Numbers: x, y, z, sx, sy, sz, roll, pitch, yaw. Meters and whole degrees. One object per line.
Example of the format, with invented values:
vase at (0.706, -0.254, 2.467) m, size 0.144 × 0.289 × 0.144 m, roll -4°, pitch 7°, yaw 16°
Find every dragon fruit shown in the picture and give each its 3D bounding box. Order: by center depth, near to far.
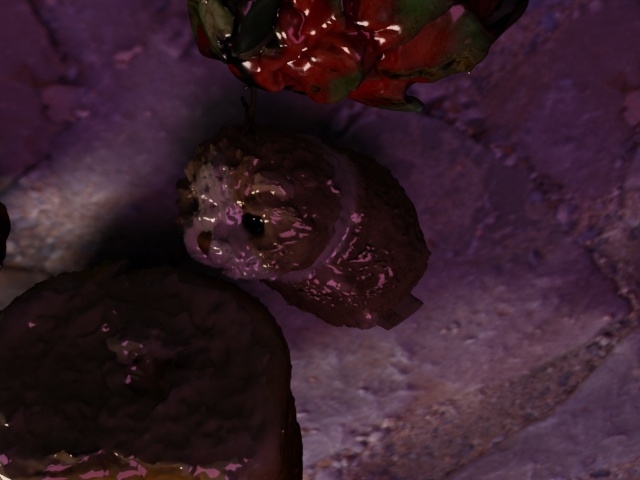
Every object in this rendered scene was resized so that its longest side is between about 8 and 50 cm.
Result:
dragon fruit at (0.023, -0.148, 0.615) m, size 0.188 × 0.182 × 0.182 m, roll 0°, pitch 134°, yaw -8°

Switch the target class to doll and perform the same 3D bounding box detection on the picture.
doll at (0.007, 0.001, 0.795) m, size 0.221 × 0.105 × 0.115 m, roll 36°, pitch 69°, yaw -40°

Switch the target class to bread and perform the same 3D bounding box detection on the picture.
bread at (-0.110, 0.110, 0.817) m, size 0.195 × 0.176 × 0.246 m, roll -5°, pitch 146°, yaw -2°

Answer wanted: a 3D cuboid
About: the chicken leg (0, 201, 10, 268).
chicken leg at (-0.257, -0.081, 0.620) m, size 0.158 × 0.096 × 0.407 m, roll -29°, pitch 135°, yaw -20°
